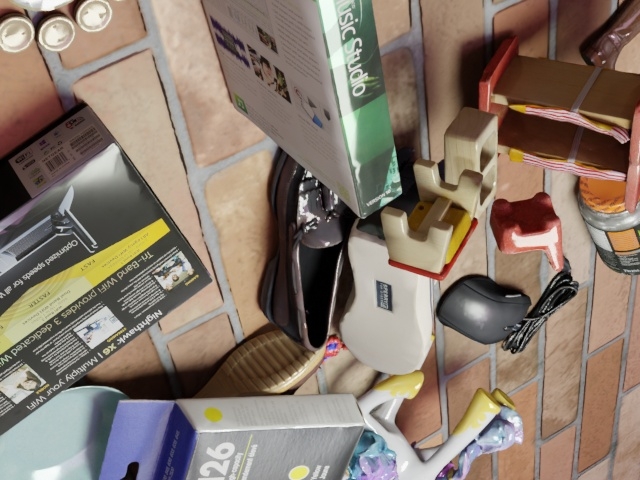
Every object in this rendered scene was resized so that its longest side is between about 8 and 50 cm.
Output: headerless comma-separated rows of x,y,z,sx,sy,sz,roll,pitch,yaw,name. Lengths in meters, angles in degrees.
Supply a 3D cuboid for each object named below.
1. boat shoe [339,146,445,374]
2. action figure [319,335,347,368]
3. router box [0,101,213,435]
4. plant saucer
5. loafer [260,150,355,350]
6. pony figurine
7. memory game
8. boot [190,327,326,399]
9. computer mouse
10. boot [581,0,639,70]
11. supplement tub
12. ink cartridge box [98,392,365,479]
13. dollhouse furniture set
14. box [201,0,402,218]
0.109,0.033,1.382,0.340,0.127,0.158,93,22,-57,boat shoe
-0.006,0.156,1.481,0.115,0.030,0.038,-15,128,-31,action figure
-0.292,0.043,1.104,0.309,0.081,0.243,-36,140,-7,router box
-0.312,0.236,1.297,0.195,0.037,0.195,-21,136,-22,plant saucer
0.000,0.000,1.290,0.109,0.095,0.302,-14,133,-30,loafer
0.120,0.340,1.600,0.351,0.303,0.363,41,101,-18,pony figurine
-0.240,-0.245,0.942,0.186,0.012,0.186,-21,136,-22,memory game
-0.072,0.229,1.451,0.248,0.090,0.207,-34,142,2,boot
0.301,0.092,1.644,0.184,0.060,0.262,-51,140,12,computer mouse
0.403,-0.259,1.433,0.114,0.037,0.106,-49,142,1,boot
0.446,-0.039,1.599,0.117,0.117,0.190,-40,140,-2,supplement tub
-0.128,0.323,1.392,0.307,0.072,0.303,0,129,-25,ink cartridge box
0.240,-0.064,1.226,0.374,0.201,0.152,-54,149,-38,dollhouse furniture set
-0.033,-0.198,0.979,0.058,0.232,0.322,-34,141,-16,box
